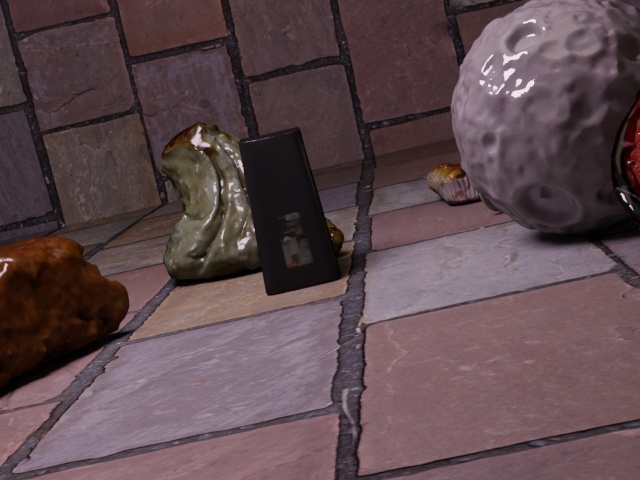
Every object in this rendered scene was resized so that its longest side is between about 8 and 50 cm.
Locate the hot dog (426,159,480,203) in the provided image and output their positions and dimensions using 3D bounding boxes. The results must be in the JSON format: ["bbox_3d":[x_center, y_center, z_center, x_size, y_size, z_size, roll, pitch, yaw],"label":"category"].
[{"bbox_3d":[0.280,-0.122,2.392,0.144,0.075,0.268,-16,5,-2],"label":"hot dog"}]

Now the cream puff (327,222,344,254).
[{"bbox_3d":[0.000,0.000,2.039,0.083,0.058,0.083,-13,9,19],"label":"cream puff"}]

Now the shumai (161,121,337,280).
[{"bbox_3d":[-0.144,-0.087,2.164,0.304,0.264,0.309,-14,7,7],"label":"shumai"}]

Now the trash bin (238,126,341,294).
[{"bbox_3d":[-0.049,-0.050,1.868,0.115,0.226,0.165,-12,7,1],"label":"trash bin"}]

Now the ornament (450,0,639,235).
[{"bbox_3d":[0.343,-0.166,1.709,0.337,0.337,0.337,-13,8,2],"label":"ornament"}]

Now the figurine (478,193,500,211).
[{"bbox_3d":[0.350,-0.101,2.038,0.132,0.132,0.153,-20,22,-40],"label":"figurine"}]

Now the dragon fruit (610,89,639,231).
[{"bbox_3d":[0.468,-0.069,1.437,0.282,0.100,0.343,-34,39,-17],"label":"dragon fruit"}]

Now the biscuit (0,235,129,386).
[{"bbox_3d":[-0.511,0.110,1.722,0.395,0.166,0.342,-10,6,29],"label":"biscuit"}]
